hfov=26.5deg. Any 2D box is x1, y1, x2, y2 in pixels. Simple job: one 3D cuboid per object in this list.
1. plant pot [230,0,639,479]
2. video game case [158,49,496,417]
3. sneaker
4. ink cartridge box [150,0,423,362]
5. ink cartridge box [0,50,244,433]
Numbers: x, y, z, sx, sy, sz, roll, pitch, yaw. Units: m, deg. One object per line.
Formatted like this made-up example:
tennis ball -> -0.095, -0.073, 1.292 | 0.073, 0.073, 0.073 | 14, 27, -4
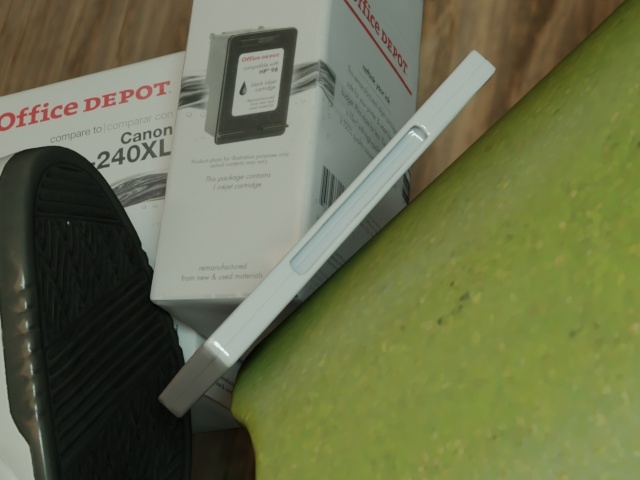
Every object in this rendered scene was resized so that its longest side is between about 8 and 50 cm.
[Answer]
plant pot -> 0.124, 0.040, 0.382 | 0.254, 0.276, 0.276 | -36, 59, 18
video game case -> 0.000, 0.000, 0.414 | 0.011, 0.087, 0.122 | 42, 68, 0
sneaker -> -0.134, 0.124, 0.485 | 0.178, 0.124, 0.296 | -9, 89, 19
ink cartridge box -> -0.007, -0.045, 0.539 | 0.060, 0.104, 0.180 | -3, 67, 23
ink cartridge box -> -0.089, 0.006, 0.574 | 0.109, 0.063, 0.151 | -11, 66, 18
